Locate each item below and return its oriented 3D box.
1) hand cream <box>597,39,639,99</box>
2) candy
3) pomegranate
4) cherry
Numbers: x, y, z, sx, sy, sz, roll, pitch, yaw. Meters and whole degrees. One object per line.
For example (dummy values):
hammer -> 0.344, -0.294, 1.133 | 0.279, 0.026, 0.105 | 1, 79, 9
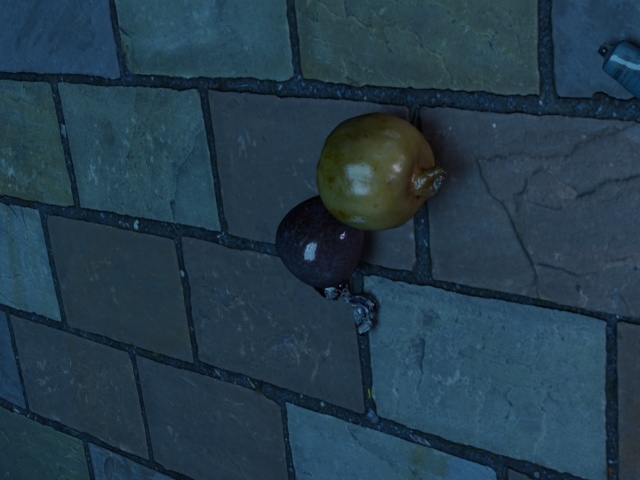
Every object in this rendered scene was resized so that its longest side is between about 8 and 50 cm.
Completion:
hand cream -> 0.481, -0.208, 1.402 | 0.224, 0.048, 0.083 | 39, 131, 15
candy -> 0.018, 0.092, 1.947 | 0.226, 0.051, 0.094 | 44, 135, 20
pomegranate -> 0.091, -0.111, 1.686 | 0.207, 0.207, 0.207 | 19, 120, 36
cherry -> 0.003, 0.001, 1.857 | 0.176, 0.140, 0.176 | 4, 96, 44
